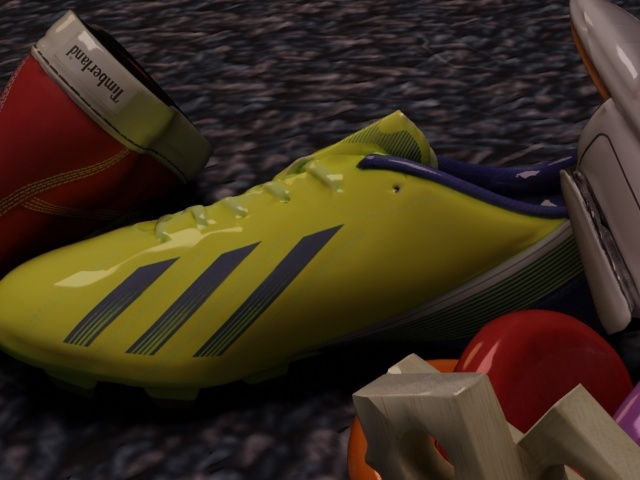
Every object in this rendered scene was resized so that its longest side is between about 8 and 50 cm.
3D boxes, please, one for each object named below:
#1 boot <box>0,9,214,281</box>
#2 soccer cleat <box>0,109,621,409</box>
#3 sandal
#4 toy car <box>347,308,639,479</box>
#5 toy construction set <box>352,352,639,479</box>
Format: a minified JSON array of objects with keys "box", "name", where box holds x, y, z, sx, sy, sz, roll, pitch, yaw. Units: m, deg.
[{"box":[-0.146,-0.019,0.709,0.176,0.088,0.244,-45,-2,2],"name":"boot"},{"box":[0.000,-0.001,0.613,0.289,0.121,0.093,-4,27,-3],"name":"soccer cleat"},{"box":[0.140,0.026,0.515,0.102,0.076,0.265,7,52,-56],"name":"sandal"},{"box":[0.085,0.089,0.419,0.182,0.136,0.159,19,35,36],"name":"toy car"},{"box":[-0.007,0.172,0.261,0.215,0.151,0.327,20,51,40],"name":"toy construction set"}]
